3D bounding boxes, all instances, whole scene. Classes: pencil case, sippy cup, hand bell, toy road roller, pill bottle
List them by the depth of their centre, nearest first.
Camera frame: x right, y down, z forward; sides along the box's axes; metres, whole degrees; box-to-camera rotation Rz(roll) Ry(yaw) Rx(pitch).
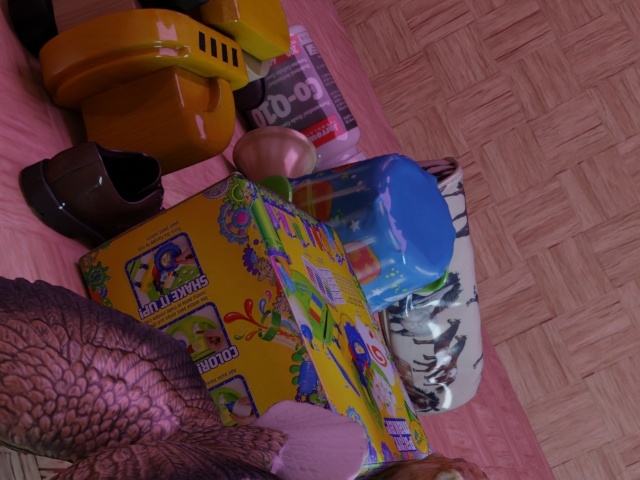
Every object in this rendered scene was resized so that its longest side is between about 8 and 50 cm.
[{"bbox_3d":[-0.167,-0.177,1.165,0.329,0.202,0.240,11,65,-68],"label":"toy road roller"},{"bbox_3d":[0.042,0.000,1.374,0.305,0.224,0.240,-31,98,-54],"label":"sippy cup"},{"bbox_3d":[-0.067,-0.033,1.504,0.126,0.126,0.242,51,29,-42],"label":"hand bell"},{"bbox_3d":[0.149,0.079,1.648,0.160,0.183,0.410,-133,-150,-62],"label":"pencil case"},{"bbox_3d":[-0.032,-0.202,1.796,0.283,0.161,0.161,61,13,-4],"label":"pill bottle"}]

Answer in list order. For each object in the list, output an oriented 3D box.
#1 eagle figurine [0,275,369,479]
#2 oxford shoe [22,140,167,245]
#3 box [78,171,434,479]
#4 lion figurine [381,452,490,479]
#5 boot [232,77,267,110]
[{"bbox_3d":[-0.120,0.151,0.697,0.298,0.226,0.225,58,33,-40],"label":"eagle figurine"},{"bbox_3d":[-0.180,-0.033,1.030,0.083,0.096,0.227,65,11,19],"label":"oxford shoe"},{"bbox_3d":[-0.049,0.122,1.040,0.279,0.177,0.290,66,13,17],"label":"box"},{"bbox_3d":[0.119,0.368,1.051,0.392,0.240,0.142,54,15,-35],"label":"lion figurine"},{"bbox_3d":[-0.176,-0.246,1.539,0.263,0.091,0.229,51,22,-28],"label":"boot"}]
